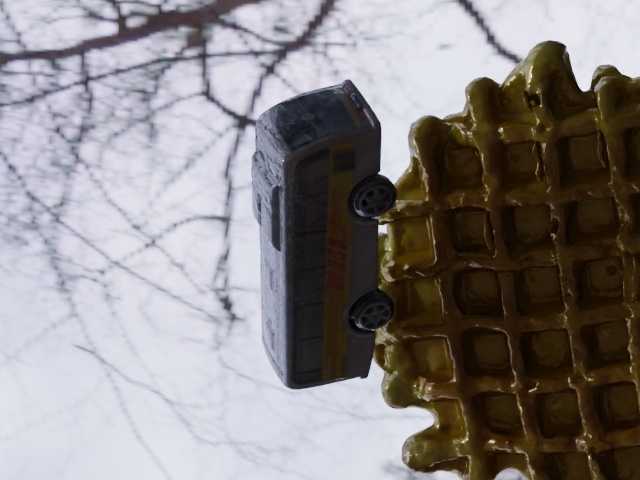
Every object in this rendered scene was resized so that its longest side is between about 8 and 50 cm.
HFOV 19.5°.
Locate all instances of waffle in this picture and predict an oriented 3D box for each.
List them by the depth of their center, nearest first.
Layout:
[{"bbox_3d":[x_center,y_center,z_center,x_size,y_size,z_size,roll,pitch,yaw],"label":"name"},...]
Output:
[{"bbox_3d":[0.155,0.035,1.159,0.283,0.065,0.309,38,-66,8],"label":"waffle"}]

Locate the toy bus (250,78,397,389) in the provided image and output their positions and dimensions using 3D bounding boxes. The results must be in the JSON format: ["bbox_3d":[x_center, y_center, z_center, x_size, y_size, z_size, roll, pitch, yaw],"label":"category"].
[{"bbox_3d":[0.000,0.000,1.100,0.075,0.064,0.190,-13,-50,-14],"label":"toy bus"}]
